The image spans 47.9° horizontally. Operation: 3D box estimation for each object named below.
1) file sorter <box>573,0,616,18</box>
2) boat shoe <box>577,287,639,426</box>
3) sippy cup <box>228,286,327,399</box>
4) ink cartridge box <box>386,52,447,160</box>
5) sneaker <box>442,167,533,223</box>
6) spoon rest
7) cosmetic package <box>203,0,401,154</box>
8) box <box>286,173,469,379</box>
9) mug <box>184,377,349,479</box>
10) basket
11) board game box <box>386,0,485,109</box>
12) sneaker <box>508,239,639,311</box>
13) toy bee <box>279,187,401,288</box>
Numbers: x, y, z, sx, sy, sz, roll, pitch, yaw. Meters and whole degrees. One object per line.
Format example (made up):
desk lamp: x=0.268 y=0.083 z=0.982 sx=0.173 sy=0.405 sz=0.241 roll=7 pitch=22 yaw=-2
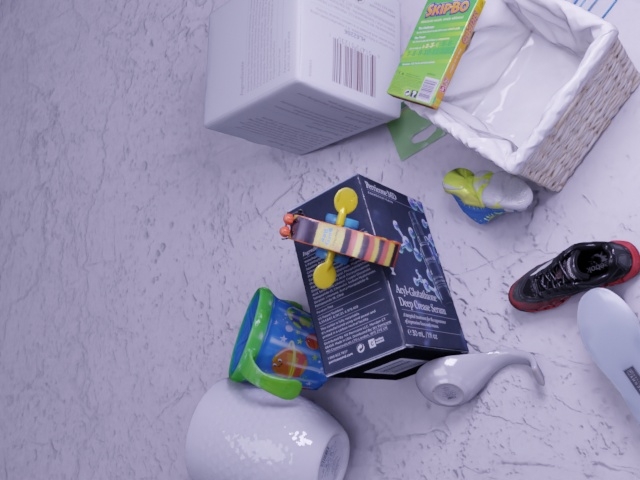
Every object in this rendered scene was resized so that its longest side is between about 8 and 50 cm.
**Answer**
file sorter: x=0.538 y=-0.542 z=1.560 sx=0.104 sy=0.118 sz=0.170 roll=-53 pitch=55 yaw=13
boat shoe: x=0.594 y=0.231 z=1.362 sx=0.113 sy=0.105 sz=0.306 roll=-38 pitch=66 yaw=20
sippy cup: x=-0.083 y=0.258 z=1.765 sx=0.240 sy=0.224 sz=0.305 roll=128 pitch=158 yaw=-59
ink cartridge box: x=0.219 y=-0.342 z=1.798 sx=0.171 sy=0.056 sz=0.235 roll=-31 pitch=61 yaw=28
sneaker: x=0.379 y=-0.088 z=1.577 sx=0.091 sy=0.126 sz=0.240 roll=-47 pitch=36 yaw=-11
spoon rest: x=0.338 y=0.290 z=1.547 sx=0.276 sy=0.137 sz=0.084 roll=-16 pitch=30 yaw=26
cosmetic package: x=-0.050 y=-0.442 z=1.803 sx=0.394 sy=0.329 sz=0.327 roll=-13 pitch=72 yaw=47
box: x=0.128 y=0.094 z=1.621 sx=0.212 sy=0.293 sz=0.395 roll=-28 pitch=65 yaw=29
mug: x=-0.130 y=0.529 z=1.701 sx=0.328 sy=0.276 sz=0.374 roll=7 pitch=48 yaw=28
basket: x=0.420 y=-0.323 z=1.508 sx=0.331 sy=0.266 sz=0.328 roll=43 pitch=106 yaw=34
board game box: x=0.239 y=-0.405 z=1.477 sx=0.124 sy=0.039 sz=0.259 roll=28 pitch=98 yaw=41
sneaker: x=0.493 y=0.069 z=1.453 sx=0.276 sy=0.135 sz=0.097 roll=-26 pitch=68 yaw=32
toy bee: x=0.000 y=0.000 z=1.451 sx=0.298 sy=0.162 sz=0.195 roll=-10 pitch=76 yaw=34
